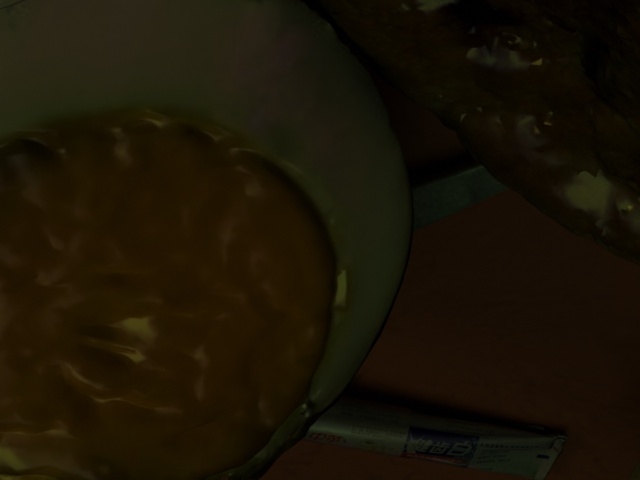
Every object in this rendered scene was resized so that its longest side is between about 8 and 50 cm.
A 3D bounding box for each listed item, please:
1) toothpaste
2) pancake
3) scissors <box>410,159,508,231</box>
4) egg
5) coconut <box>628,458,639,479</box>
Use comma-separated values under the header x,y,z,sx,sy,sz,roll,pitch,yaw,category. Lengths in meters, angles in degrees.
x,y,z,sx,sy,sz,roll,pitch,yaw,category
0.052,0.108,1.021,0.170,0.028,0.045,11,134,-8,toothpaste
0.130,-0.058,0.684,0.356,0.065,0.356,35,168,9,pancake
0.000,-0.001,0.925,0.360,0.029,0.191,-24,132,28,scissors
-0.105,-0.021,0.820,0.286,0.174,0.264,31,101,-29,egg
0.264,0.144,0.891,0.202,0.202,0.222,24,142,-12,coconut
